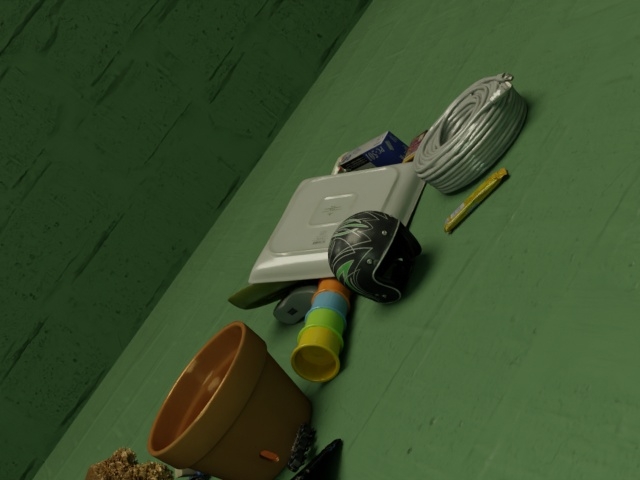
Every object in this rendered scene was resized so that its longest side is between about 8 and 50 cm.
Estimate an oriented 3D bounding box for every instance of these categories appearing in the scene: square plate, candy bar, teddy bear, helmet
[{"bbox_3d":[0.037,-0.050,2.067,0.347,0.049,0.344,-7,38,33],"label":"square plate"},{"bbox_3d":[0.281,-0.073,1.752,0.161,0.018,0.040,-47,13,21],"label":"candy bar"},{"bbox_3d":[-0.342,0.512,1.751,0.338,0.113,0.245,-8,70,59],"label":"teddy bear"},{"bbox_3d":[0.094,0.024,1.782,0.169,0.161,0.169,-31,33,23],"label":"helmet"}]

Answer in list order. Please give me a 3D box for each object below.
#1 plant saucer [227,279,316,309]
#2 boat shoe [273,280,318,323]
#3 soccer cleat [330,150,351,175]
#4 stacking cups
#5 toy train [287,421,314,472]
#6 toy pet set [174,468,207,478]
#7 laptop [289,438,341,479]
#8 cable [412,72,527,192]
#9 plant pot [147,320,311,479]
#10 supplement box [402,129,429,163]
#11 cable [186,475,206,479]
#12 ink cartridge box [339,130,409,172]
[{"bbox_3d":[-0.096,0.108,2.211,0.241,0.037,0.241,-23,-8,-3],"label":"plant saucer"},{"bbox_3d":[-0.033,0.126,2.128,0.076,0.080,0.228,-63,11,-27],"label":"boat shoe"},{"bbox_3d":[0.048,-0.156,2.532,0.076,0.068,0.196,-37,24,53],"label":"soccer cleat"},{"bbox_3d":[0.018,0.142,1.905,0.096,0.096,0.316,-43,17,33],"label":"stacking cups"},{"bbox_3d":[-0.035,0.356,1.648,0.036,0.027,0.158,-56,1,14],"label":"toy train"},{"bbox_3d":[-0.270,0.514,2.013,0.122,0.065,0.114,-36,57,53],"label":"toy pet set"},{"bbox_3d":[-0.048,0.470,1.507,0.234,0.136,0.264,-46,-9,22],"label":"laptop"},{"bbox_3d":[0.293,-0.212,1.898,0.257,0.089,0.257,-52,14,4],"label":"cable"},{"bbox_3d":[-0.153,0.323,1.781,0.291,0.203,0.291,-48,16,19],"label":"plant pot"},{"bbox_3d":[0.225,-0.198,2.145,0.055,0.043,0.083,-33,25,51],"label":"supplement box"},{"bbox_3d":[-0.262,0.516,1.754,0.184,0.047,0.150,-60,19,-20],"label":"cable"},{"bbox_3d":[0.137,-0.190,2.281,0.046,0.097,0.207,-59,16,-23],"label":"ink cartridge box"}]
